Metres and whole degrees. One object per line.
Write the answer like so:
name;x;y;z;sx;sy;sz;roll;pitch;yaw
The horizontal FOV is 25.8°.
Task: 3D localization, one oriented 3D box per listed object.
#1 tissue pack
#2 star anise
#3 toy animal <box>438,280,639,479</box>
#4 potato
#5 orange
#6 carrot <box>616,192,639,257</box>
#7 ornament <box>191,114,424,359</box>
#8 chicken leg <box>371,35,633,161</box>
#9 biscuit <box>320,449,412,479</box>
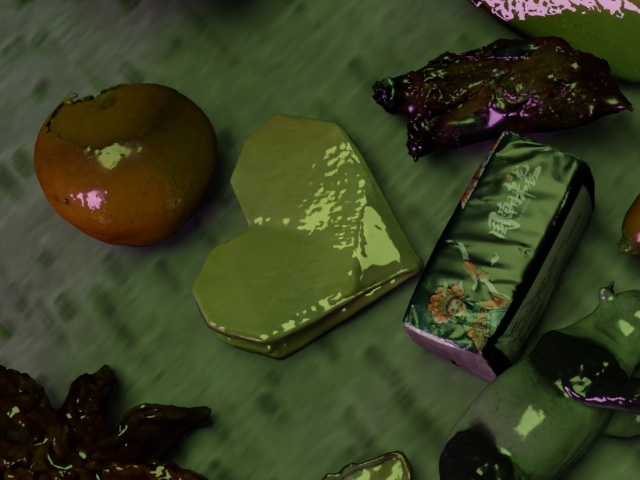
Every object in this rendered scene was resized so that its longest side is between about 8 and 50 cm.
tissue pack;0.136;0.014;1.059;0.090;0.103;0.170;24;82;20
star anise;-0.203;0.183;1.076;0.288;0.088;0.288;1;38;-1
toy animal;0.182;0.125;1.010;0.225;0.094;0.121;-48;53;1
potato;0.216;-0.240;1.110;0.272;0.160;0.111;28;47;20
orange;-0.165;-0.065;1.195;0.157;0.134;0.156;-5;29;3
carrot;0.337;-0.065;1.029;0.271;0.066;0.062;-30;85;9
ornament;0.000;0.000;1.143;0.180;0.059;0.201;12;74;21
chicken leg;0.141;-0.115;1.108;0.234;0.063;0.105;-8;54;30
biscuit;-0.040;0.277;1.066;0.274;0.036;0.187;-14;66;16
